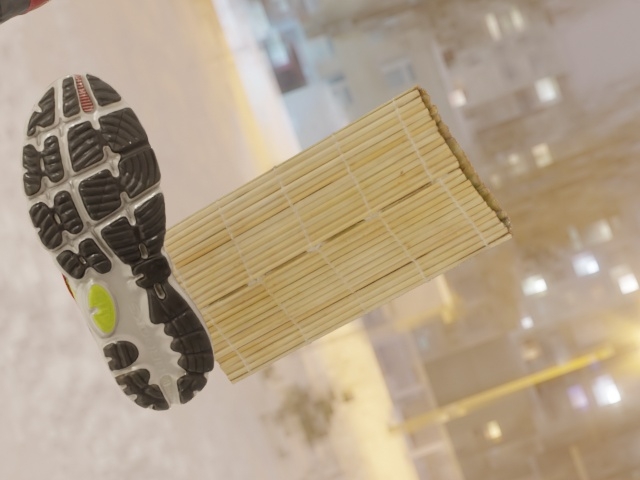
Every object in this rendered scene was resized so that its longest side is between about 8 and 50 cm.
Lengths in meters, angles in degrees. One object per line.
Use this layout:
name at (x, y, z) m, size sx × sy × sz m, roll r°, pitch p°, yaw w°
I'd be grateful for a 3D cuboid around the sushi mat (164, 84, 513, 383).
sushi mat at (0.000, 0.000, 1.707) m, size 0.151 × 0.316 × 0.019 m, roll 58°, pitch 28°, yaw -6°

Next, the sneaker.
sneaker at (-0.171, 0.001, 1.549) m, size 0.118 × 0.107 × 0.279 m, roll -144°, pitch -143°, yaw -67°

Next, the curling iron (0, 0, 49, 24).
curling iron at (-0.149, -0.128, 0.925) m, size 0.068 × 0.274 × 0.035 m, roll 48°, pitch -25°, yaw 17°
